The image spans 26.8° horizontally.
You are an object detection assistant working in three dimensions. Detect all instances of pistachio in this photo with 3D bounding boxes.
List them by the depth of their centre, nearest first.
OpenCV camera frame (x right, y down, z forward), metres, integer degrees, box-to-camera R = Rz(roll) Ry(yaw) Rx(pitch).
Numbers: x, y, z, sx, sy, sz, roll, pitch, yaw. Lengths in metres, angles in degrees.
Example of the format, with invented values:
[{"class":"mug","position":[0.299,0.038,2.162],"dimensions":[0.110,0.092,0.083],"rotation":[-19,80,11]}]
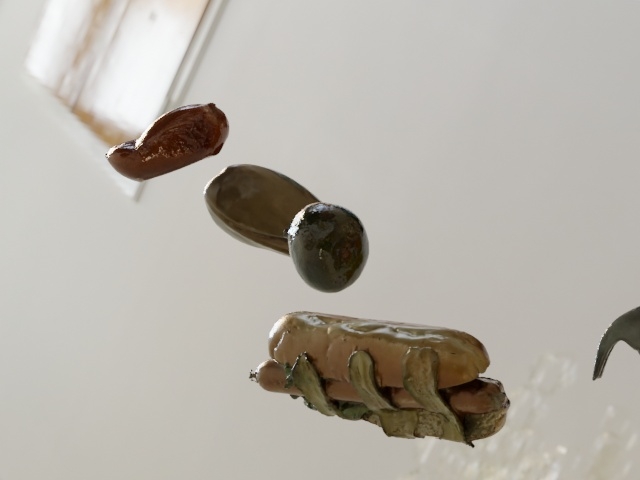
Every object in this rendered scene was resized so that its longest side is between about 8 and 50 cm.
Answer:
[{"class":"pistachio","position":[-0.074,-0.039,2.073],"dimensions":[0.226,0.136,0.136],"rotation":[25,-169,-13]}]

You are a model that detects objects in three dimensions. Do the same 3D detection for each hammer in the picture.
[{"class":"hammer","position":[0.325,0.173,1.174],"dimensions":[0.246,0.103,0.029],"rotation":[63,-161,10]}]

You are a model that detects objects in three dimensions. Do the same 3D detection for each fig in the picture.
[{"class":"fig","position":[0.000,0.000,1.788],"dimensions":[0.117,0.117,0.177],"rotation":[22,-176,-20]}]

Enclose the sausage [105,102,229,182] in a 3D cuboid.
[{"class":"sausage","position":[-0.212,-0.133,1.891],"dimensions":[0.089,0.179,0.089],"rotation":[-23,-90,-87]}]

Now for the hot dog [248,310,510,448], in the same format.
[{"class":"hot dog","position":[0.046,0.115,1.134],"dimensions":[0.269,0.072,0.109],"rotation":[2,134,41]}]
